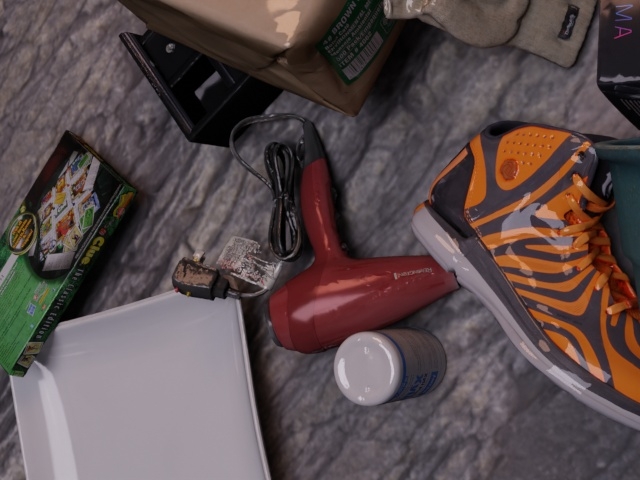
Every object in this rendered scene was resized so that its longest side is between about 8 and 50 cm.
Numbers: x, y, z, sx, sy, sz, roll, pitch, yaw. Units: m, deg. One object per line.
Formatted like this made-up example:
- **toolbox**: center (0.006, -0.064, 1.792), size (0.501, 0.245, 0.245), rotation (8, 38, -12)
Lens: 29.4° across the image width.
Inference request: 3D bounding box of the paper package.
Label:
- **paper package**: center (-0.034, -0.329, 1.148), size (0.310, 0.168, 0.324), rotation (27, 85, 29)

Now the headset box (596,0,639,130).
- **headset box**: center (0.374, -0.224, 0.940), size (0.283, 0.131, 0.246), rotation (1, 79, 30)

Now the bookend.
- **bookend**: center (-0.107, -0.208, 1.290), size (0.157, 0.072, 0.156), rotation (-43, 68, 23)

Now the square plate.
- **square plate**: center (-0.189, 0.242, 1.346), size (0.344, 0.049, 0.347), rotation (-16, 81, 30)

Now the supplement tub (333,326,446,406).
- **supplement tub**: center (0.067, 0.118, 1.158), size (0.071, 0.107, 0.071), rotation (-1, 89, 32)

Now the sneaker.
- **sneaker**: center (0.230, 0.012, 1.051), size (0.321, 0.125, 0.180), rotation (45, 112, 24)

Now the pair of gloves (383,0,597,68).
- **pair of gloves**: center (0.167, -0.287, 1.069), size (0.042, 0.204, 0.240), rotation (32, 111, 63)

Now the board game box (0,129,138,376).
- **board game box**: center (-0.319, 0.014, 1.409), size (0.136, 0.030, 0.259), rotation (40, 102, 34)

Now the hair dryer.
- **hair dryer**: center (0.000, 0.000, 1.205), size (0.294, 0.080, 0.223), rotation (24, 87, 20)

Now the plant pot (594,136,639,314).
- **plant pot**: center (0.373, 0.085, 0.864), size (0.341, 0.341, 0.334), rotation (0, 98, 31)
